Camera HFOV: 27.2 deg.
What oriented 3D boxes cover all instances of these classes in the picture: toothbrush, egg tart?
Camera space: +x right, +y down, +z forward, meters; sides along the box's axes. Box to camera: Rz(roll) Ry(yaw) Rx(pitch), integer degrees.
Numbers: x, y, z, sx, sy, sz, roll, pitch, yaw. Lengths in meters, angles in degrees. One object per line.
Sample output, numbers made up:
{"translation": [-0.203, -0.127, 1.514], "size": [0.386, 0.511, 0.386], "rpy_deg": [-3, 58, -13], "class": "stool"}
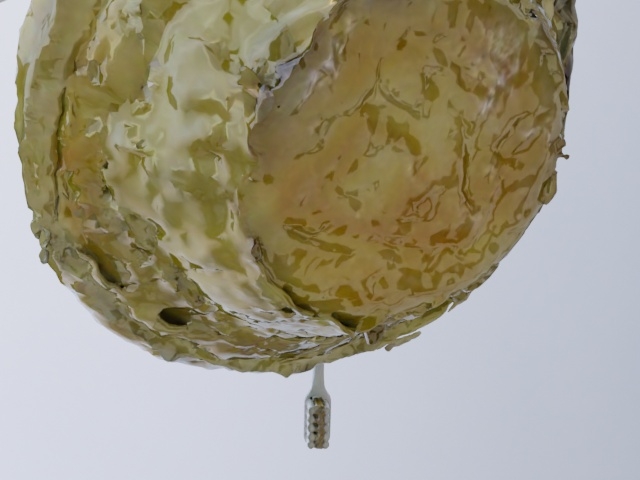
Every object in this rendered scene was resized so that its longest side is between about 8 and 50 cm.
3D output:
{"translation": [0.000, -0.001, 1.018], "size": [0.030, 0.025, 0.342], "rpy_deg": [-109, 20, -77], "class": "toothbrush"}
{"translation": [0.016, -0.061, 0.665], "size": [0.341, 0.132, 0.341], "rpy_deg": [-14, -63, -28], "class": "egg tart"}

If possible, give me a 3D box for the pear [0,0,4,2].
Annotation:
{"translation": [-0.338, -0.274, 1.231], "size": [0.104, 0.141, 0.141], "rpy_deg": [-54, -26, 2], "class": "pear"}
